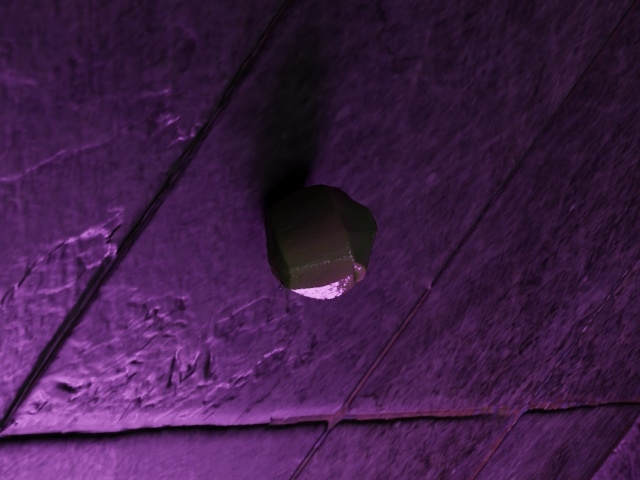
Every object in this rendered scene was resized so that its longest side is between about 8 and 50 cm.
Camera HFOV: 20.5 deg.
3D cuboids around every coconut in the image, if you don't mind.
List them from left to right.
[{"bbox_3d":[0.000,0.000,1.221,0.081,0.082,0.083,-22,108,-7],"label":"coconut"}]
